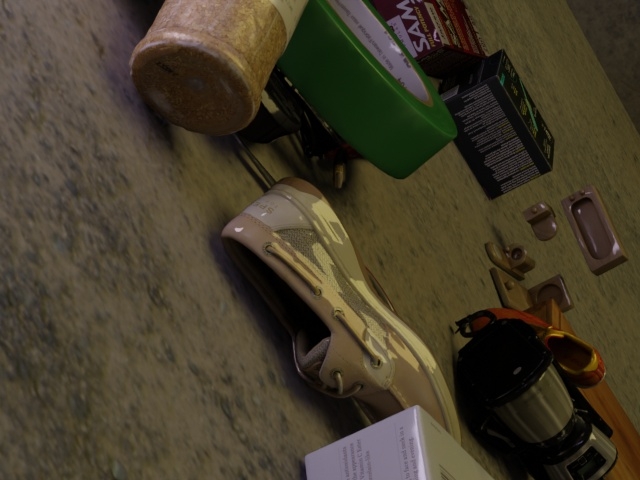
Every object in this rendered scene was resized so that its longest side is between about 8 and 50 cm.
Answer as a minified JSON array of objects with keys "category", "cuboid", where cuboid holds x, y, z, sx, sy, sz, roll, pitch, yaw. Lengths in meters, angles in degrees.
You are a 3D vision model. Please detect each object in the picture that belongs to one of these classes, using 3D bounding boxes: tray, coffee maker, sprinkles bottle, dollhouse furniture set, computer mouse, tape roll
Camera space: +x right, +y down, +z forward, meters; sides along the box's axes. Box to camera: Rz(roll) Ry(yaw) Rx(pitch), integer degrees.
[{"category":"tray","cuboid":[0.368,0.291,2.133,0.411,0.076,0.203,56,21,-20]},{"category":"coffee maker","cuboid":[0.245,0.179,1.898,0.178,0.120,0.171,52,22,-30]},{"category":"sprinkles bottle","cuboid":[-0.054,-0.260,1.526,0.121,0.121,0.355,49,47,-33]},{"category":"dollhouse furniture set","cuboid":[0.307,0.007,2.226,0.123,0.151,0.144,30,36,-56]},{"category":"computer mouse","cuboid":[-0.041,-0.114,1.657,0.184,0.060,0.262,54,10,-13]},{"category":"tape roll","cuboid":[0.016,-0.211,1.788,0.321,0.077,0.321,47,13,-14]}]

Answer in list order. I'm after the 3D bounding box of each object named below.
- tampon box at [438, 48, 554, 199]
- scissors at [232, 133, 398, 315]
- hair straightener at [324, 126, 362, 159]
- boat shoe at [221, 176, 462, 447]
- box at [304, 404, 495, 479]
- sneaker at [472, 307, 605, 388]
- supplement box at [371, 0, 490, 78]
[{"category":"tampon box","cuboid":[0.249,-0.164,2.367,0.161,0.101,0.120,58,21,-16]},{"category":"scissors","cuboid":[0.000,0.000,1.672,0.297,0.021,0.109,56,23,-16]},{"category":"hair straightener","cuboid":[0.039,-0.136,1.891,0.089,0.047,0.230,65,20,6]},{"category":"boat shoe","cuboid":[0.017,0.092,1.496,0.098,0.109,0.302,-39,105,-30]},{"category":"box","cuboid":[0.086,0.269,1.390,0.182,0.119,0.181,46,25,-40]},{"category":"sneaker","cuboid":[0.256,0.114,1.968,0.064,0.175,0.067,-60,149,-17]},{"category":"supplement box","cuboid":[0.154,-0.304,2.356,0.130,0.073,0.239,66,21,7]}]
